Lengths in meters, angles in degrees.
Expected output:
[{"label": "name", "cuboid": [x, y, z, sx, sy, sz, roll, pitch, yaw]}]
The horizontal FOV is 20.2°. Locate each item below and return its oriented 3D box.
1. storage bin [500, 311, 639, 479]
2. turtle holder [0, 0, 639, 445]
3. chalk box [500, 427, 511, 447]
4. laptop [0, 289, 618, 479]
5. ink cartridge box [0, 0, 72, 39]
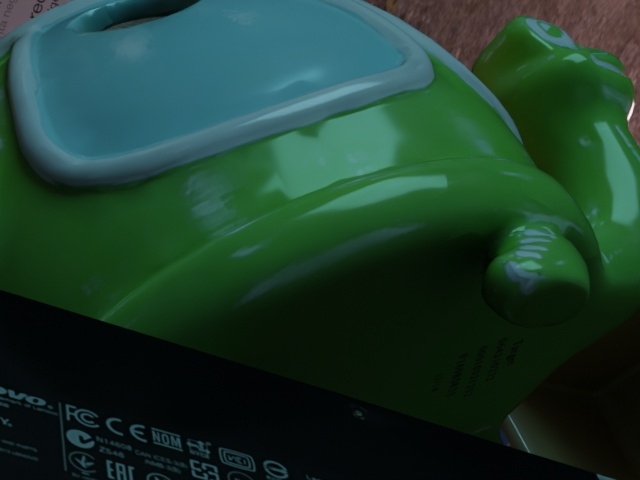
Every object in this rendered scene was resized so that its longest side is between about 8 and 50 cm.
[{"label": "storage bin", "cuboid": [0.249, 0.097, 0.793, 0.123, 0.260, 0.262, 16, 41, -54]}, {"label": "turtle holder", "cuboid": [-0.010, -0.004, 0.713, 0.227, 0.320, 0.243, 56, 0, 29]}, {"label": "chalk box", "cuboid": [0.021, 0.064, 0.946, 0.179, 0.180, 0.289, 30, 14, 37]}, {"label": "laptop", "cuboid": [-0.083, 0.143, 0.436, 0.382, 0.236, 0.408, 18, 24, -20]}, {"label": "ink cartridge box", "cuboid": [-0.292, -0.096, 1.002, 0.121, 0.211, 0.289, 33, 16, 38]}]
